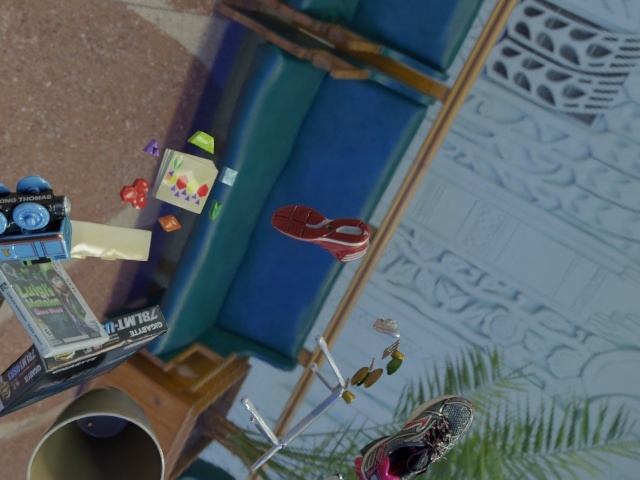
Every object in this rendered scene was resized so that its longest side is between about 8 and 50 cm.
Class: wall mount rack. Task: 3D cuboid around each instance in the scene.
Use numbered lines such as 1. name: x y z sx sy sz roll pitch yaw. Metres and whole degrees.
1. wall mount rack: -0.055 0.359 1.530 0.350 0.130 0.304 -39 167 -17

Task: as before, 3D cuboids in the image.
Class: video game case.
1. video game case: -0.427 0.099 1.067 0.022 0.173 0.190 -37 174 5

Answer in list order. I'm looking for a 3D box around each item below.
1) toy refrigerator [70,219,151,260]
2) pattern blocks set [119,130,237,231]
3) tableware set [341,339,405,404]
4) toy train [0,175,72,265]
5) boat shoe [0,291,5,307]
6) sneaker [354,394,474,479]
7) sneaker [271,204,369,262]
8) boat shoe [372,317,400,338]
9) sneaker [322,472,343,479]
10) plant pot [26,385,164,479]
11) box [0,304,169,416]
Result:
1. toy refrigerator: -0.582 0.002 1.765 0.269 0.102 0.094 11 87 -57
2. pattern blocks set: -0.373 -0.163 1.842 0.325 0.026 0.285 35 82 -51
3. tableware set: 0.100 0.256 1.269 0.154 0.024 0.104 -41 -173 23
4. toy train: -0.407 -0.018 0.850 0.184 0.080 0.105 -7 134 -11
5. boat shoe: -0.806 0.196 1.469 0.335 0.095 0.112 -50 125 -26
6. sneaker: 0.218 0.431 1.420 0.299 0.121 0.112 -29 177 -27
7. sneaker: 0.000 0.000 1.504 0.128 0.221 0.087 84 25 -56
8. boat shoe: 0.139 0.178 1.392 0.035 0.035 0.100 -68 -164 -5
9. sneaker: 0.067 0.598 1.380 0.091 0.258 0.094 -37 150 0
10. plant pot: -0.469 0.426 1.435 0.256 0.256 0.274 -59 -161 2
11. box: -0.517 0.254 1.428 0.293 0.073 0.295 -33 170 37
